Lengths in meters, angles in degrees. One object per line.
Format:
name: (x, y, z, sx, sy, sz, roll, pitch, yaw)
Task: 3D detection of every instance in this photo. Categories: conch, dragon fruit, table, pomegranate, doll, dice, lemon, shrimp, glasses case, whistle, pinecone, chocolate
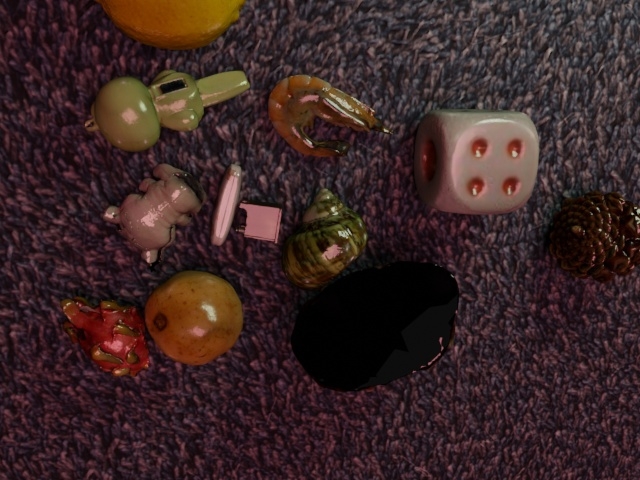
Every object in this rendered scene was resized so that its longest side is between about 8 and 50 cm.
conch: (-0.001, -0.002, 1.195, 0.188, 0.124, 0.181, -4, 65, 22)
dragon fruit: (-0.415, 0.178, 1.173, 0.208, 0.150, 0.133, 39, 127, -13)
table: (-0.122, -0.040, 1.193, 0.082, 0.083, 0.070, 8, 100, -6)
pomegranate: (-0.239, 0.151, 1.177, 0.196, 0.196, 0.196, -3, 105, -10)
doll: (-0.307, -0.052, 1.148, 0.192, 0.095, 0.149, -45, 110, 0)
dice: (0.299, -0.158, 1.181, 0.192, 0.194, 0.193, -3, 104, -8)
lemon: (-0.248, -0.422, 1.002, 0.260, 0.204, 0.204, -2, 105, -10)
shrimp: (0.015, -0.224, 1.181, 0.254, 0.059, 0.145, 27, 101, -16)
glasses case: (-0.186, -0.069, 1.181, 0.041, 0.063, 0.164, 12, 103, -16)
whistle: (-0.278, -0.240, 1.102, 0.294, 0.141, 0.141, -14, 108, -25)
pinecone: (0.601, -0.009, 1.283, 0.208, 0.208, 0.207, -3, 105, -10)
chocolate: (0.116, 0.177, 1.228, 0.340, 0.210, 0.225, -23, 78, 1)
